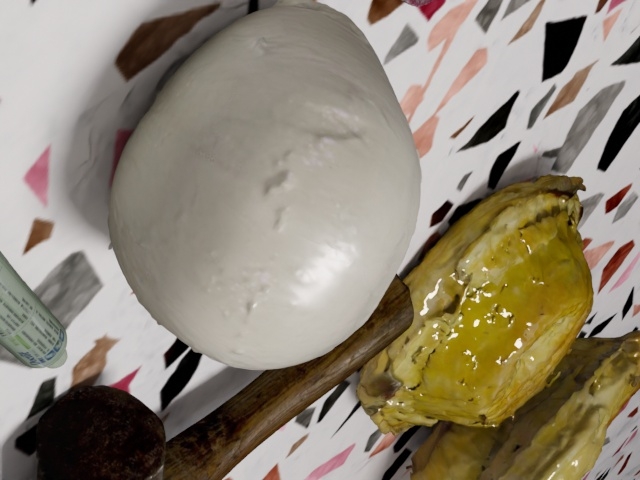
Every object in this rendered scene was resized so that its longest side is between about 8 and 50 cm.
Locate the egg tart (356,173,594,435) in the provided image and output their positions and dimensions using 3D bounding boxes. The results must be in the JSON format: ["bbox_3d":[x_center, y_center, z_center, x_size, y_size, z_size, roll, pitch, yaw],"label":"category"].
[{"bbox_3d":[0.156,0.075,1.489,0.295,0.116,0.295,-38,154,-22],"label":"egg tart"}]

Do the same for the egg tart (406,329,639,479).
[{"bbox_3d":[0.196,0.206,1.701,0.352,0.150,0.352,-50,173,-8],"label":"egg tart"}]

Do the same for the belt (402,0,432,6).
[{"bbox_3d":[0.102,-0.198,1.040,0.232,0.053,0.071,-29,138,-43],"label":"belt"}]

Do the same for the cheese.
[{"bbox_3d":[-0.031,-0.026,0.918,0.154,0.189,0.198,25,106,-34],"label":"cheese"}]

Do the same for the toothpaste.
[{"bbox_3d":[-0.178,0.032,0.916,0.048,0.029,0.197,-48,155,-10],"label":"toothpaste"}]

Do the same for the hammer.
[{"bbox_3d":[-0.057,0.139,1.233,0.409,0.095,0.242,-35,153,-37],"label":"hammer"}]
